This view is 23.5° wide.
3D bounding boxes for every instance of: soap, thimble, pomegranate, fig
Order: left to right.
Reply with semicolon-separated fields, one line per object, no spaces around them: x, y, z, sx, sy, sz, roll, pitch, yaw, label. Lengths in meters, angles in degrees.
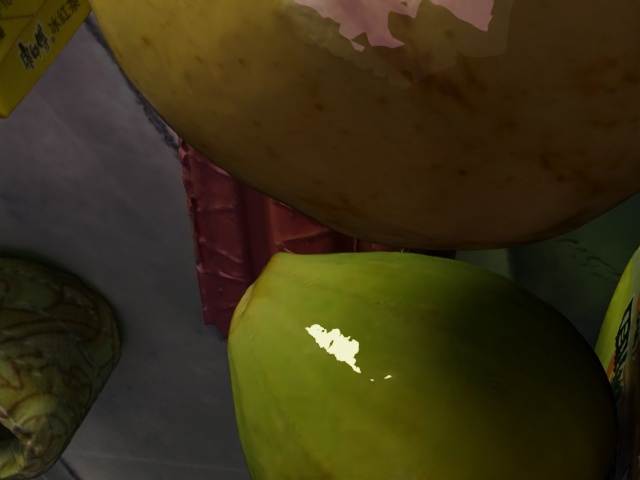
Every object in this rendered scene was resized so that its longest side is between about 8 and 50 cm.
-0.264;0.096;1.207;0.190;0.143;0.137;16;137;14;thimble
0.000;0.000;1.009;0.162;0.099;0.250;13;136;15;soap
0.053;0.108;0.890;0.230;0.207;0.207;29;142;26;fig
0.054;-0.172;0.643;0.343;0.342;0.342;14;137;14;pomegranate

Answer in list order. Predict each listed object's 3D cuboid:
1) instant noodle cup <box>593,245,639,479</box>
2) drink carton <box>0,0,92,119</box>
0.263;0.143;0.917;0.200;0.264;0.264;15;137;1;instant noodle cup
-0.322;-0.153;0.981;0.351;0.154;0.111;1;132;27;drink carton
